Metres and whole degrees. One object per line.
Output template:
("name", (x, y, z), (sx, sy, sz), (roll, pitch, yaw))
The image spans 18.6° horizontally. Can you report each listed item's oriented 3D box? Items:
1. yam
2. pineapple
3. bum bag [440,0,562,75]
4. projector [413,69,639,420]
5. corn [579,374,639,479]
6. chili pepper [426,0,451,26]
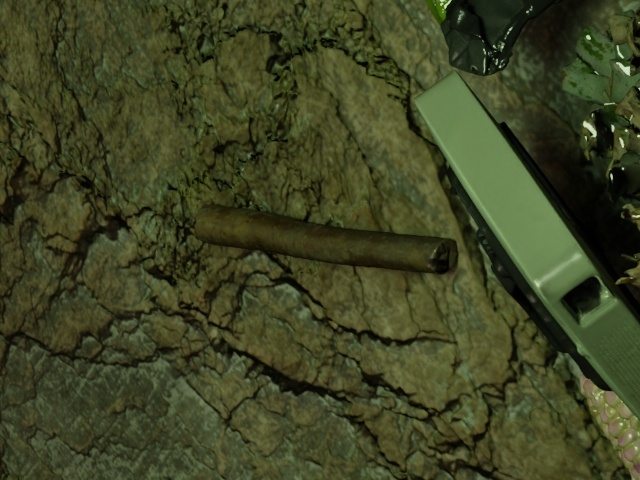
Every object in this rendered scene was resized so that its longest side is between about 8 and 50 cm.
("yam", (0.000, 0.000, 1.954), (0.327, 0.045, 0.045), (8, 75, 42))
("pineapple", (0.295, -0.080, 1.510), (0.271, 0.263, 0.262), (-123, 34, -43))
("bum bag", (0.168, -0.218, 1.577), (0.049, 0.197, 0.087), (42, -179, -35))
("projector", (0.186, 0.018, 1.577), (0.257, 0.079, 0.259), (47, -170, -44))
("corn", (0.346, 0.232, 1.665), (0.335, 0.127, 0.126), (52, 139, 15))
("chili pepper", (0.094, -0.255, 1.714), (0.052, 0.050, 0.201), (-27, 89, 34))
